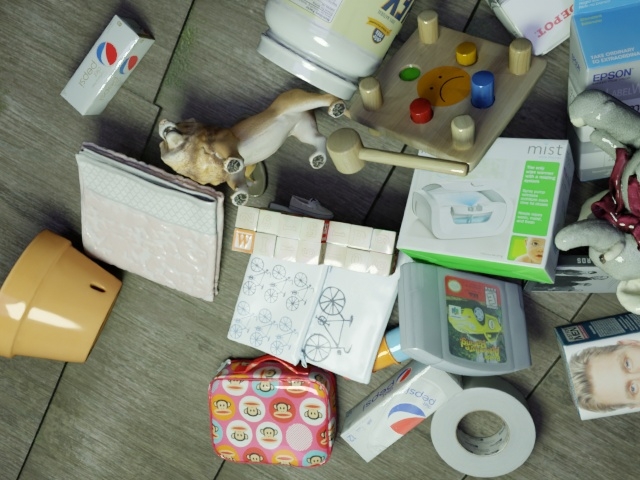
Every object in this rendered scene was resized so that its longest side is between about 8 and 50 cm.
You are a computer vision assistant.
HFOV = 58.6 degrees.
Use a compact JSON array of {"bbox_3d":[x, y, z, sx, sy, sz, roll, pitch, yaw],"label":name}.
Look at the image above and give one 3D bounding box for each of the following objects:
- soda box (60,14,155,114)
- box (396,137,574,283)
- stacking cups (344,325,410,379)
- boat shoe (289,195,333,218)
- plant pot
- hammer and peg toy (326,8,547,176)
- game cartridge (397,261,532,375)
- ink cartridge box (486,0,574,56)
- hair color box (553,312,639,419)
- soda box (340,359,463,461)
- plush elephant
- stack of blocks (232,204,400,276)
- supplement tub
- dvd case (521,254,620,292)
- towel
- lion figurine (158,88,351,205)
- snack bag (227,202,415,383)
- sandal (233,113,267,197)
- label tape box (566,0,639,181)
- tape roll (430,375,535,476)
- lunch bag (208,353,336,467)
[{"bbox_3d":[-0.452,-0.369,1.212,0.069,0.074,0.216,43,108,-2],"label":"soda box"},{"bbox_3d":[0.303,-0.062,1.041,0.262,0.127,0.230,10,80,30],"label":"box"},{"bbox_3d":[0.181,0.213,1.236,0.317,0.096,0.095,-25,99,18],"label":"stacking cups"},{"bbox_3d":[-0.018,-0.074,1.228,0.100,0.035,0.035,18,110,13],"label":"boat shoe"},{"bbox_3d":[-0.583,0.147,1.281,0.204,0.291,0.290,25,108,-13],"label":"plant pot"},{"bbox_3d":[0.193,-0.218,0.984,0.266,0.127,0.361,29,72,27],"label":"hammer and peg toy"},{"bbox_3d":[0.284,0.160,1.101,0.295,0.060,0.195,12,68,-25],"label":"game cartridge"},{"bbox_3d":[0.377,-0.495,0.993,0.211,0.121,0.289,-35,96,17],"label":"ink cartridge box"},{"bbox_3d":[0.671,0.232,1.136,0.348,0.105,0.173,-15,101,15],"label":"hair color box"},{"bbox_3d":[0.178,0.361,1.269,0.091,0.098,0.286,45,107,-3],"label":"soda box"},{"bbox_3d":[0.500,-0.043,0.911,0.330,0.271,0.255,15,123,-25],"label":"plush elephant"},{"bbox_3d":[0.000,0.000,1.119,0.298,0.171,0.087,11,94,13],"label":"stack of blocks"},{"bbox_3d":[0.045,-0.441,1.013,0.236,0.235,0.324,30,108,2],"label":"supplement tub"},{"bbox_3d":[0.522,0.066,1.091,0.239,0.179,0.029,-1,71,11],"label":"dvd case"},{"bbox_3d":[-0.371,-0.027,1.239,0.332,0.053,0.316,21,133,7],"label":"towel"},{"bbox_3d":[-0.118,-0.210,1.125,0.393,0.240,0.142,-22,130,-10],"label":"lion figurine"},{"bbox_3d":[-0.007,0.121,1.229,0.343,0.037,0.322,20,96,12],"label":"snack bag"},{"bbox_3d":[-0.158,-0.179,1.218,0.072,0.049,0.180,-1,103,10],"label":"sandal"},{"bbox_3d":[0.553,-0.277,0.942,0.250,0.115,0.347,-8,136,13],"label":"label tape box"},{"bbox_3d":[0.354,0.407,1.260,0.220,0.072,0.219,2,104,10],"label":"tape roll"},{"bbox_3d":[-0.111,0.380,1.318,0.294,0.120,0.257,1,104,11],"label":"lunch bag"}]
